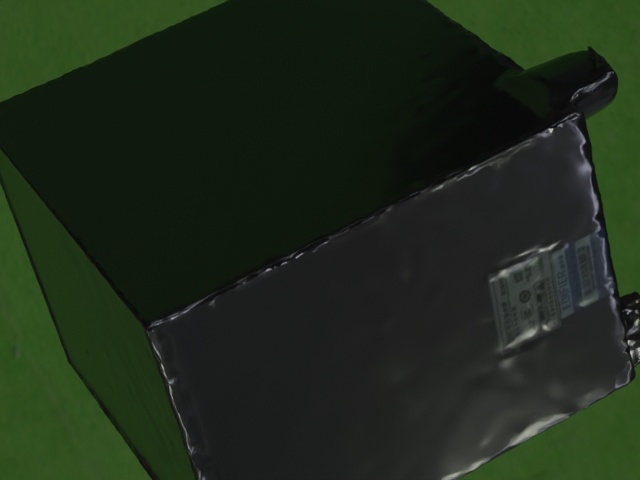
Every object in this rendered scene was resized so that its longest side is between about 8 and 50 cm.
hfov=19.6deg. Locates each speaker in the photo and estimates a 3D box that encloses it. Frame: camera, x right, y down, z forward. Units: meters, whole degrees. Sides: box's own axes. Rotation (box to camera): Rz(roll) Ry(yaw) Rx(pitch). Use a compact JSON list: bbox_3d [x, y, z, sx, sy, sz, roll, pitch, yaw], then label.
[{"bbox_3d":[0.000,0.000,0.921,0.254,0.232,0.184,-27,128,-16],"label":"speaker"}]
